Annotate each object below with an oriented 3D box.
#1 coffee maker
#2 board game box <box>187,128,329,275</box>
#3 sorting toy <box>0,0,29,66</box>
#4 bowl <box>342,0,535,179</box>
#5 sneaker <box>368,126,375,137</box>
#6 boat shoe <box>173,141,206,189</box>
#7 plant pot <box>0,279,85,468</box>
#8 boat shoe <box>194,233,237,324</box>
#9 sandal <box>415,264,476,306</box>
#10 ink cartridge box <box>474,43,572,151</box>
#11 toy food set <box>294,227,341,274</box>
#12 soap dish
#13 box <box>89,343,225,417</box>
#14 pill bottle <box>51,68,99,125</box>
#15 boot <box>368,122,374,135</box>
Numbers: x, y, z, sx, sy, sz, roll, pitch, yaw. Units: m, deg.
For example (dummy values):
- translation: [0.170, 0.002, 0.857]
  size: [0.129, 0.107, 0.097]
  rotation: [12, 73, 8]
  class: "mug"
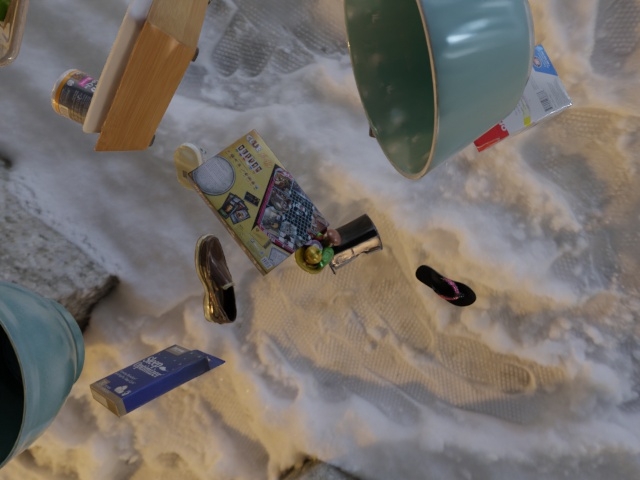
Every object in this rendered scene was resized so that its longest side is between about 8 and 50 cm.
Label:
- translation: [0.088, 0.003, 1.788]
  size: [0.178, 0.171, 0.120]
  rotation: [-27, 69, 0]
  class: "coffee maker"
- translation: [-0.121, -0.075, 1.160]
  size: [0.165, 0.042, 0.243]
  rotation: [-38, 91, -18]
  class: "board game box"
- translation: [-0.306, -0.293, 0.568]
  size: [0.193, 0.038, 0.208]
  rotation: [44, 114, 41]
  class: "sorting toy"
- translation: [0.154, -0.248, 0.757]
  size: [0.163, 0.311, 0.311]
  rotation: [-17, 99, -9]
  class: "bowl"
- translation: [0.242, -0.326, 1.457]
  size: [0.270, 0.090, 0.144]
  rotation: [-6, 109, -30]
  class: "sneaker"
- translation: [-0.366, -0.229, 1.688]
  size: [0.079, 0.227, 0.081]
  rotation: [28, 64, -1]
  class: "boat shoe"
- translation: [-0.497, 0.187, 0.908]
  size: [0.293, 0.196, 0.292]
  rotation: [2, 96, 17]
  class: "plant pot"
- translation: [-0.269, 0.107, 1.604]
  size: [0.095, 0.095, 0.257]
  rotation: [8, 115, 35]
  class: "boat shoe"
- translation: [0.339, 0.129, 1.614]
  size: [0.179, 0.040, 0.067]
  rotation: [30, 108, 9]
  class: "sandal"
- translation: [0.338, -0.258, 1.106]
  size: [0.231, 0.078, 0.134]
  rotation: [-25, 87, -17]
  class: "ink cartridge box"
- translation: [0.000, 0.000, 1.627]
  size: [0.071, 0.218, 0.128]
  rotation: [-35, 101, 34]
  class: "toy food set"
- translation: [-0.290, -0.309, 0.996]
  size: [0.118, 0.228, 0.291]
  rotation: [21, 138, -23]
  class: "soap dish"
- translation: [-0.311, 0.256, 1.137]
  size: [0.137, 0.225, 0.036]
  rotation: [4, 110, 50]
  class: "box"
- translation: [-0.721, -0.436, 1.944]
  size: [0.279, 0.162, 0.162]
  rotation: [26, 106, 3]
  class: "pill bottle"
- translation: [0.136, -0.256, 1.234]
  size: [0.087, 0.042, 0.118]
  rotation: [50, 149, 21]
  class: "boot"
